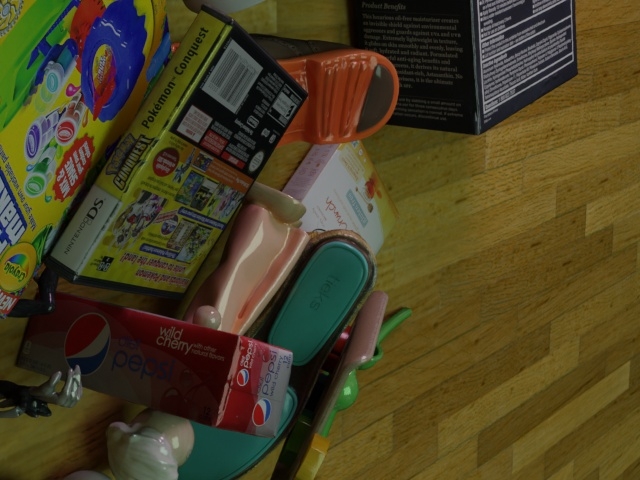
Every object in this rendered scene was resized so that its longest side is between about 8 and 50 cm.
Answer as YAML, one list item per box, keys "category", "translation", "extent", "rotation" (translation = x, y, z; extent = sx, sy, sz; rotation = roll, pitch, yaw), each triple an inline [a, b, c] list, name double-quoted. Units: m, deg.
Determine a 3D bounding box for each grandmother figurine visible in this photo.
- category: "grandmother figurine"
  translation: [-0.120, 0.107, 1.245]
  extent: [0.208, 0.104, 0.342]
  rotation: [76, 39, -76]

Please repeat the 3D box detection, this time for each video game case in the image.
- category: "video game case"
  translation: [-0.117, -0.064, 1.078]
  extent: [0.248, 0.035, 0.275]
  rotation: [-58, 167, 1]

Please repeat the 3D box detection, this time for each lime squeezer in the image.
- category: "lime squeezer"
  translation: [0.049, 0.183, 1.583]
  extent: [0.310, 0.059, 0.110]
  rotation: [-57, 138, -29]

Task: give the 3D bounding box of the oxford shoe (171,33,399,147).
- category: "oxford shoe"
  translation: [-0.098, -0.156, 1.257]
  extent: [0.364, 0.133, 0.130]
  rotation: [-4, 114, -35]

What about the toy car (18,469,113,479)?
- category: "toy car"
  translation: [-0.251, 0.321, 1.159]
  extent: [0.182, 0.159, 0.136]
  rotation: [3, 131, -54]

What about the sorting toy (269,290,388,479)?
- category: "sorting toy"
  translation: [-0.006, 0.195, 1.356]
  extent: [0.229, 0.041, 0.307]
  rotation: [-61, -179, 21]

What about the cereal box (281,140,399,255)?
- category: "cereal box"
  translation: [0.000, 0.000, 1.475]
  extent: [0.240, 0.047, 0.173]
  rotation: [-58, 139, -26]

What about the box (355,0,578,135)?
- category: "box"
  translation: [0.192, -0.324, 1.538]
  extent: [0.296, 0.183, 0.294]
  rotation: [-32, 124, -48]

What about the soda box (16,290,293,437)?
- category: "soda box"
  translation: [-0.157, 0.110, 1.106]
  extent: [0.092, 0.263, 0.083]
  rotation: [24, 78, -53]

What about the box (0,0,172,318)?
- category: "box"
  translation: [-0.261, -0.143, 0.884]
  extent: [0.279, 0.177, 0.290]
  rotation: [-61, 169, -23]

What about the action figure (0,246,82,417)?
- category: "action figure"
  translation: [-0.288, 0.080, 1.030]
  extent: [0.275, 0.141, 0.164]
  rotation: [-64, 145, -25]

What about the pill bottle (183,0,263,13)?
- category: "pill bottle"
  translation: [-0.124, -0.363, 1.117]
  extent: [0.161, 0.161, 0.283]
  rotation: [-54, 137, -30]

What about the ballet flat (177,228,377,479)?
- category: "ballet flat"
  translation: [-0.055, 0.135, 1.356]
  extent: [0.348, 0.123, 0.123]
  rotation: [-55, 143, 4]
